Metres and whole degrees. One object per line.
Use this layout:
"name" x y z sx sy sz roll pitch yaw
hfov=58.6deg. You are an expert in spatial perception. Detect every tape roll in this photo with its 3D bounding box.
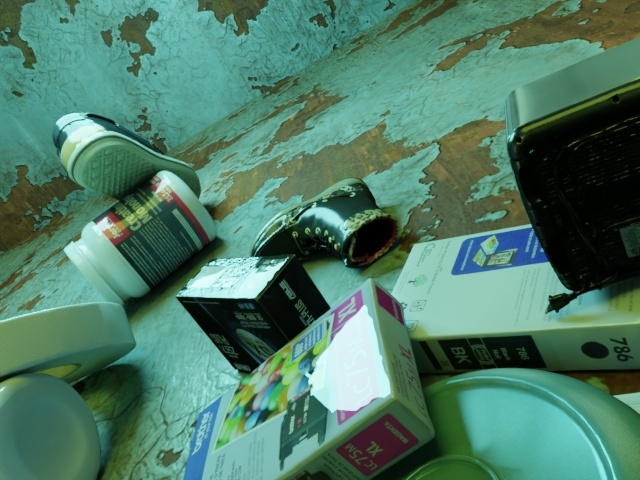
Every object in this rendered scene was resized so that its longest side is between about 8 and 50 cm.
"tape roll" -0.483 0.201 0.870 0.391 0.072 0.392 -23 -10 -4

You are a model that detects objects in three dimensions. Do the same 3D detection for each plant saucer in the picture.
"plant saucer" 0.095 0.209 0.408 0.317 0.044 0.318 -33 22 15

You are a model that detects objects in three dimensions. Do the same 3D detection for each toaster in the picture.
"toaster" 0.243 -0.056 0.461 0.185 0.168 0.110 -20 25 24

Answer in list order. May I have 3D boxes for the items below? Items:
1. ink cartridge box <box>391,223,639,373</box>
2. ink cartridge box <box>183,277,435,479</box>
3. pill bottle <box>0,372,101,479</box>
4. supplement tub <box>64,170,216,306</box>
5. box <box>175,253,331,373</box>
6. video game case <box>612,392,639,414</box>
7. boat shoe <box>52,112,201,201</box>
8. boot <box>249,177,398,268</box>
"ink cartridge box" 0.222 0.049 0.563 0.332 0.065 0.165 -13 31 40
"ink cartridge box" -0.043 0.187 0.547 0.311 0.065 0.186 -42 19 17
"pill bottle" -0.479 0.321 0.754 0.333 0.188 0.188 -26 25 15
"supplement tub" -0.379 -0.002 1.221 0.272 0.191 0.191 -41 26 -17
"box" -0.075 0.099 0.725 0.180 0.147 0.078 -4 38 46
"video game case" 0.234 0.172 0.374 0.190 0.022 0.173 -17 28 29
"boat shoe" -0.431 -0.157 1.332 0.187 0.156 0.500 -47 -17 1
"boot" 0.000 -0.002 0.898 0.236 0.085 0.179 -33 27 -1
